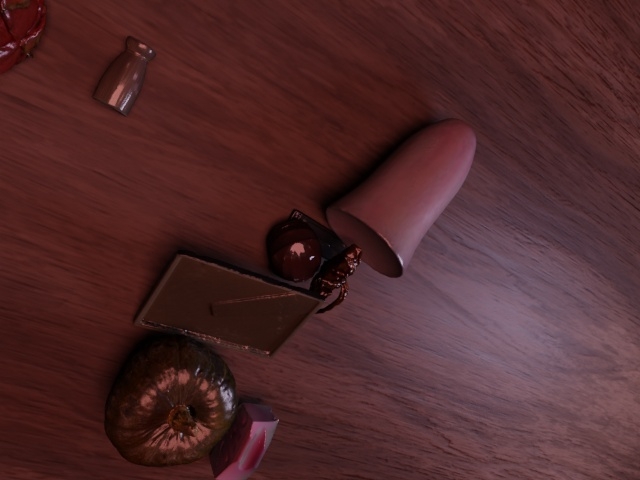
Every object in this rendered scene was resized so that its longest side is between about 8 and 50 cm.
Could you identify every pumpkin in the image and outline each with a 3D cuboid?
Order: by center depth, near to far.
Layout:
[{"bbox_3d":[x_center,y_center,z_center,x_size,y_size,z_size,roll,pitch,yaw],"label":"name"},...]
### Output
[{"bbox_3d":[-0.237,0.273,0.841,0.218,0.162,0.219,-9,109,-26],"label":"pumpkin"}]

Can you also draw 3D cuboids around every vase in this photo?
[{"bbox_3d":[-0.274,-0.232,0.725,0.053,0.053,0.101,29,88,-29],"label":"vase"}]

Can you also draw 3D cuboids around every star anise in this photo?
[{"bbox_3d":[0.014,0.081,0.921,0.070,0.191,0.097,34,48,-7],"label":"star anise"}]

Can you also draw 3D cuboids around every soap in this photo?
[{"bbox_3d":[-0.142,0.369,0.947,0.056,0.100,0.149,26,95,-28],"label":"soap"}]

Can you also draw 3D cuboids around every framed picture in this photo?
[{"bbox_3d":[-0.148,0.116,0.858,0.265,0.018,0.192,22,128,-28],"label":"framed picture"}]

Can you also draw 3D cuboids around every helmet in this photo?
[{"bbox_3d":[-0.040,0.029,0.895,0.098,0.070,0.123,-21,119,-9],"label":"helmet"}]

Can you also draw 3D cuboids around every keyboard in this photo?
[{"bbox_3d":[0.000,0.000,0.945,0.155,0.010,0.053,31,93,-29],"label":"keyboard"}]

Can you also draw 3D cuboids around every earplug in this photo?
[{"bbox_3d":[0.171,-0.100,0.912,0.301,0.172,0.172,-47,119,-14],"label":"earplug"}]

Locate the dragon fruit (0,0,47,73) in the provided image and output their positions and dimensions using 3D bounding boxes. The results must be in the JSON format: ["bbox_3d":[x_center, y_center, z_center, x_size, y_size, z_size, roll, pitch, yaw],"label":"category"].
[{"bbox_3d":[-0.436,-0.293,0.576,0.218,0.148,0.224,-10,110,-20],"label":"dragon fruit"}]
